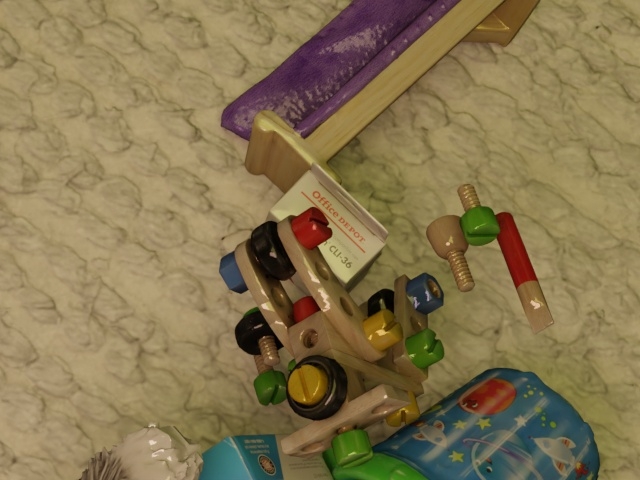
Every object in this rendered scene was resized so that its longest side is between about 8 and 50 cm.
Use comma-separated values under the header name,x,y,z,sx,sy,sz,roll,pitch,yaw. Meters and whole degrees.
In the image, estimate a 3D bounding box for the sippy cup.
name,x,y,z,sx,sy,sz,roll,pitch,yaw
sippy cup,0.164,0.257,1.553,0.224,0.240,0.305,-40,113,-26

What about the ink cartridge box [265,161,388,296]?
name,x,y,z,sx,sy,sz,roll,pitch,yaw
ink cartridge box,0.000,0.000,1.604,0.115,0.198,0.067,43,74,6

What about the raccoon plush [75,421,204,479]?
name,x,y,z,sx,sy,sz,roll,pitch,yaw
raccoon plush,-0.184,0.408,1.354,0.446,0.299,0.216,-44,55,2

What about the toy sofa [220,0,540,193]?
name,x,y,z,sx,sy,sz,roll,pitch,yaw
toy sofa,0.063,-0.206,1.696,0.362,0.150,0.177,-43,85,-16

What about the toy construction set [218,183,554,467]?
name,x,y,z,sx,sy,sz,roll,pitch,yaw
toy construction set,0.071,0.104,1.429,0.309,0.257,0.237,-19,55,2

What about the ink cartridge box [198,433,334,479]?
name,x,y,z,sx,sy,sz,roll,pitch,yaw
ink cartridge box,-0.059,0.327,1.443,0.168,0.171,0.232,-34,70,18
